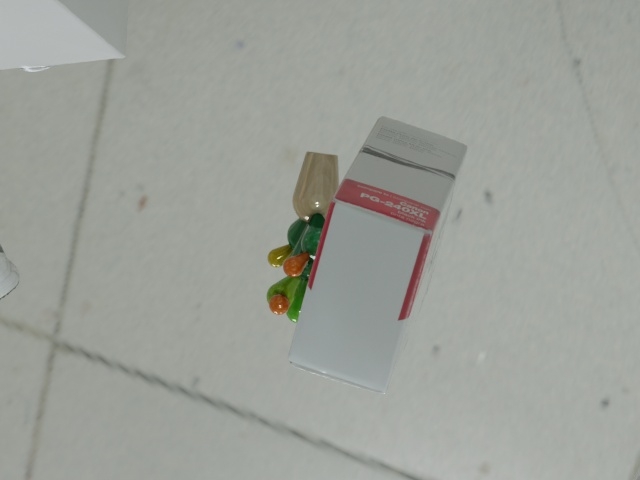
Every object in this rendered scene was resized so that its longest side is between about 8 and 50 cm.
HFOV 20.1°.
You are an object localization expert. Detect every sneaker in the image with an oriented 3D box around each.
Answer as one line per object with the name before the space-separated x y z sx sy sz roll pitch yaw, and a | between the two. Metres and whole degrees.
sneaker | -0.210 -0.003 1.063 0.040 0.109 0.044 -36 125 -15

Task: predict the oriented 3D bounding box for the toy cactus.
toy cactus | 0.000 0.000 1.877 0.112 0.219 0.180 7 95 1

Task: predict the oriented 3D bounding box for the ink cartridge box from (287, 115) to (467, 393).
ink cartridge box | 0.037 0.005 1.073 0.063 0.150 0.109 17 115 6

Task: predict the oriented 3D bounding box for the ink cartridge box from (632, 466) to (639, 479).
ink cartridge box | 0.167 0.068 0.441 0.129 0.307 0.223 42 120 5

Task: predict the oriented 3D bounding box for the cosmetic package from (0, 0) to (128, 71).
cosmetic package | -0.322 -0.275 1.558 0.197 0.365 0.155 -3 76 17
